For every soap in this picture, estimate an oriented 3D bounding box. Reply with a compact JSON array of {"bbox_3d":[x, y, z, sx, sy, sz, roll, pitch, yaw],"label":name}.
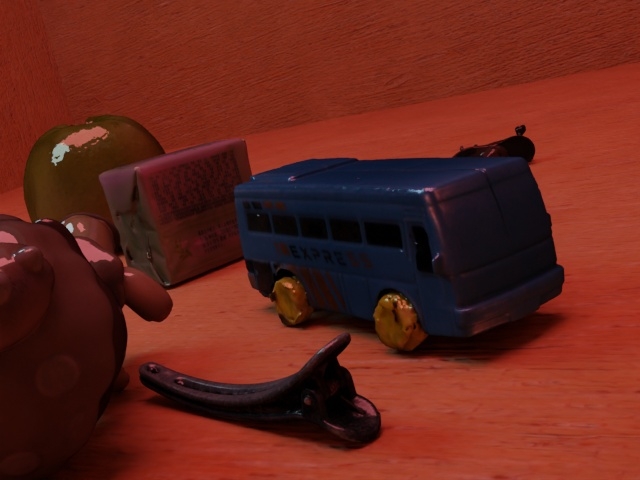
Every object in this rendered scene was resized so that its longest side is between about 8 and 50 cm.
[{"bbox_3d":[-0.207,-0.047,1.271,0.200,0.182,0.138,-22,15,-35],"label":"soap"}]

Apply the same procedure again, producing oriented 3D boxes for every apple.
[{"bbox_3d":[-0.427,-0.108,1.604,0.292,0.254,0.292,-12,18,4],"label":"apple"}]

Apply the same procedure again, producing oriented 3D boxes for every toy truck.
[{"bbox_3d":[0.058,0.001,0.851,0.161,0.162,0.385,-20,15,-30],"label":"toy truck"}]

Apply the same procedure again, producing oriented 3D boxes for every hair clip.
[{"bbox_3d":[-0.070,0.127,0.696,0.275,0.083,0.048,-11,17,43],"label":"hair clip"}]

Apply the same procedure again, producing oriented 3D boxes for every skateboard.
[{"bbox_3d":[0.302,-0.144,1.457,0.152,0.067,0.080,-16,22,13],"label":"skateboard"}]

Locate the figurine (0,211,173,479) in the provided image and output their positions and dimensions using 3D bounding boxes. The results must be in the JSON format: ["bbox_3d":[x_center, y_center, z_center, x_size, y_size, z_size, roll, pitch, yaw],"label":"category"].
[{"bbox_3d":[-0.256,0.072,0.736,0.203,0.248,0.380,28,14,-3],"label":"figurine"}]
